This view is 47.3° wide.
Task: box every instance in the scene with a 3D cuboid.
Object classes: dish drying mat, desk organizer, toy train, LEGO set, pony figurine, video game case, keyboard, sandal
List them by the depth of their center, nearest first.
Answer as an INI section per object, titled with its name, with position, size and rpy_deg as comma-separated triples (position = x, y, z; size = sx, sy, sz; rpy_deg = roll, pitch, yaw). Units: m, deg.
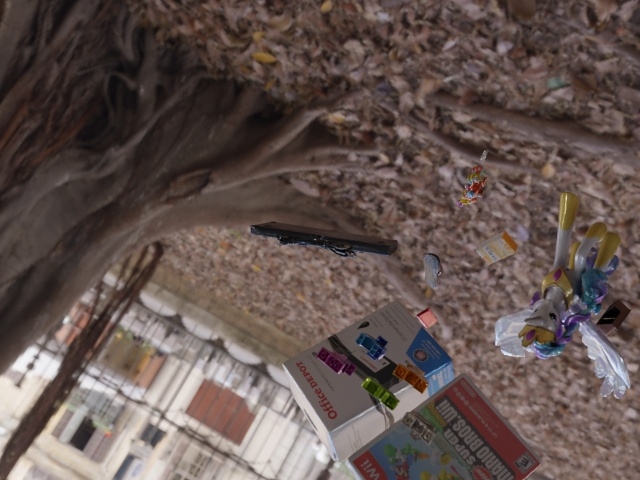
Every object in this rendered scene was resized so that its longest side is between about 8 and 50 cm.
[LEGO set]
position = 0.118, 0.224, 1.197
size = 0.227, 0.087, 0.093
rpy_deg = 36, -175, 21
[video game case]
position = 0.211, 0.374, 1.233
size = 0.204, 0.285, 0.025
rpy_deg = 49, 149, 21
[dish drying mat]
position = 0.226, 0.164, 1.537
size = 0.008, 0.032, 0.083
rpy_deg = 62, -173, 30
[pony figurine]
position = 0.521, 0.137, 1.554
size = 0.302, 0.363, 0.351
rpy_deg = 13, 152, 34
[keyboard]
position = 0.000, 0.000, 1.564
size = 0.317, 0.033, 0.201
rpy_deg = 8, -172, 18
[toy train]
position = 0.396, -0.144, 1.832
size = 0.046, 0.166, 0.125
rpy_deg = 29, 143, 1
[desk organizer]
position = 0.875, 0.231, 2.185
size = 0.050, 0.130, 0.047
rpy_deg = 45, 134, 13
[sandal]
position = 0.370, 0.090, 2.385
size = 0.067, 0.040, 0.179
rpy_deg = 46, 161, 29

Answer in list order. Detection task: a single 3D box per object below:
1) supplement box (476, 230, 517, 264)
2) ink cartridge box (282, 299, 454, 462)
[supplement box]
position = 0.505, 0.022, 2.096
size = 0.062, 0.036, 0.098
rpy_deg = 45, 134, -15
[ink cartridge box]
position = 0.135, 0.386, 2.046
size = 0.285, 0.395, 0.166
rpy_deg = 48, 160, 45
